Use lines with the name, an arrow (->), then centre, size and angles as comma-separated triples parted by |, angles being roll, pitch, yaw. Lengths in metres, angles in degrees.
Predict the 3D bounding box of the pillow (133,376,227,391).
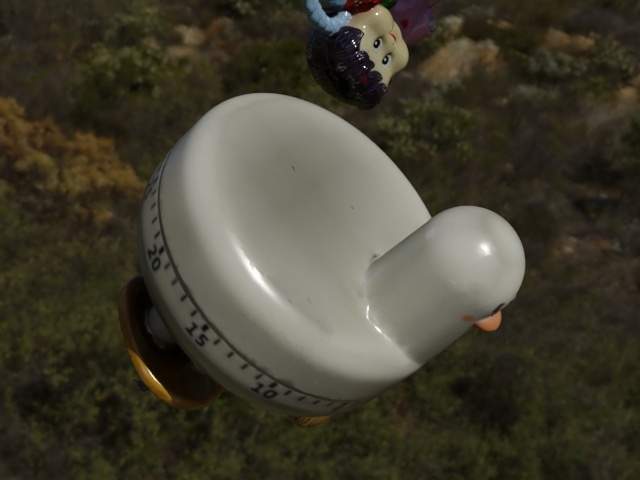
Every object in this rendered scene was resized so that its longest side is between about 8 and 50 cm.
pillow -> -0.109, 0.049, 1.244 | 0.169, 0.255, 0.059 | -8, -38, 22

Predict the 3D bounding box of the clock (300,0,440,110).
clock -> 0.045, -0.259, 1.245 | 0.100, 0.195, 0.194 | 6, -33, 39

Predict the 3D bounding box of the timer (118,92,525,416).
timer -> 0.000, 0.000, 0.801 | 0.233, 0.233, 0.240 | 27, -47, -28

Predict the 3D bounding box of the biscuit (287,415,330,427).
biscuit -> 0.039, 0.098, 1.101 | 0.041, 0.203, 0.260 | 46, 20, 16
